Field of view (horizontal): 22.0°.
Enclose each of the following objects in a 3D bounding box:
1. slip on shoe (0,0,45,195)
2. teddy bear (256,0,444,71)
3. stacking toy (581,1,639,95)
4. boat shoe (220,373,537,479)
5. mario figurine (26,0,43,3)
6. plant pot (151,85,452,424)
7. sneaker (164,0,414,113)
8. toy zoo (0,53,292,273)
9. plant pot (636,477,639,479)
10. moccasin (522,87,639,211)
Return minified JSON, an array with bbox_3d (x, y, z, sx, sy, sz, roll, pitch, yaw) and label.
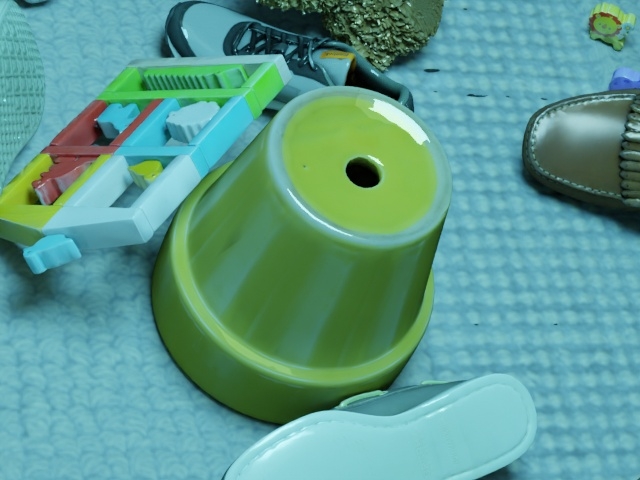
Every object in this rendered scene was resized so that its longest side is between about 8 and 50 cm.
[{"bbox_3d":[-0.327,-0.101,1.478,0.101,0.123,0.331,-4,46,17],"label":"slip on shoe"},{"bbox_3d":[-0.003,-0.325,1.678,0.338,0.113,0.245,29,64,-42],"label":"teddy bear"},{"bbox_3d":[0.383,-0.155,1.816,0.221,0.052,0.167,24,53,-5],"label":"stacking toy"},{"bbox_3d":[0.043,0.188,1.430,0.305,0.091,0.109,-14,90,-27],"label":"boat shoe"},{"bbox_3d":[-0.301,-0.368,1.630,0.198,0.170,0.320,31,50,0],"label":"mario figurine"},{"bbox_3d":[0.000,0.000,1.449,0.254,0.239,0.254,10,55,-15],"label":"plant pot"},{"bbox_3d":[-0.026,-0.174,1.640,0.271,0.108,0.100,27,54,0],"label":"sneaker"},{"bbox_3d":[-0.176,-0.073,1.485,0.192,0.030,0.293,3,40,38],"label":"toy zoo"},{"bbox_3d":[0.378,0.244,1.472,0.167,0.165,0.167,10,55,-15],"label":"plant pot"},{"bbox_3d":[0.394,-0.076,1.665,0.380,0.147,0.139,14,92,7],"label":"moccasin"}]
